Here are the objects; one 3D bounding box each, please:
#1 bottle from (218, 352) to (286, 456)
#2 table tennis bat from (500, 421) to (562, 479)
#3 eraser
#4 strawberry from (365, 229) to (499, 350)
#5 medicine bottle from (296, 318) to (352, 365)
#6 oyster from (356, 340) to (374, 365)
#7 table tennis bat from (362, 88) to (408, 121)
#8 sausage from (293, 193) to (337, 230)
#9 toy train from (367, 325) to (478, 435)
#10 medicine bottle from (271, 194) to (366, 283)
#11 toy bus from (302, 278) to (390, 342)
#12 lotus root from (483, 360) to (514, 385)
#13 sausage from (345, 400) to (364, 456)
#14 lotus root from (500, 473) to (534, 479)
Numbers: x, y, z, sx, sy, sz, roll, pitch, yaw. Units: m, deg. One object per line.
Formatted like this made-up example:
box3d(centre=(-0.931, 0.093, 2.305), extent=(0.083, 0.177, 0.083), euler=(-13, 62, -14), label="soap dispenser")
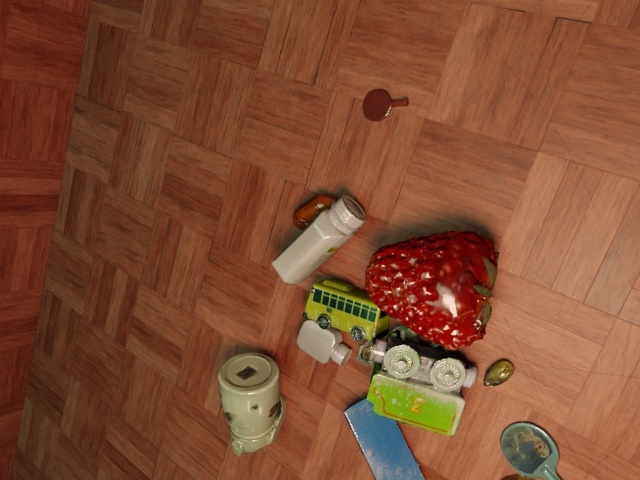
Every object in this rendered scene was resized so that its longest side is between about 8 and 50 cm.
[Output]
box3d(centre=(-0.235, 0.589, 1.736), extent=(0.229, 0.229, 0.352), euler=(15, 121, 29), label="bottle")
box3d(centre=(0.604, 0.613, 1.353), extent=(0.149, 0.038, 0.237), euler=(-48, 68, 24), label="table tennis bat")
box3d(centre=(0.199, 0.646, 1.541), extent=(0.144, 0.043, 0.312), euler=(-26, 81, -10), label="eraser")
box3d(centre=(0.288, 0.113, 1.332), extent=(0.344, 0.295, 0.318), euler=(11, 103, 11), label="strawberry")
box3d(centre=(0.014, 0.347, 1.656), extent=(0.183, 0.069, 0.119), euler=(29, 107, 27), label="medicine bottle")
box3d(centre=(0.156, 0.362, 1.581), extent=(0.098, 0.037, 0.100), euler=(44, 127, -15), label="oyster")
box3d(centre=(0.197, -0.420, 1.514), extent=(0.154, 0.019, 0.098), euler=(4, 95, 33), label="table tennis bat")
box3d(centre=(-0.024, -0.097, 1.632), extent=(0.179, 0.089, 0.089), euler=(-35, 77, 30), label="sausage")
box3d(centre=(0.280, 0.398, 1.415), extent=(0.307, 0.173, 0.249), euler=(16, 104, 4), label="toy train")
box3d(centre=(0.000, 0.000, 1.570), extent=(0.324, 0.179, 0.124), euler=(-42, 74, 27), label="medicine bottle")
box3d(centre=(0.087, 0.217, 1.569), extent=(0.261, 0.128, 0.150), euler=(16, 101, 27), label="toy bus")
box3d(centre=(0.499, 0.377, 1.384), extent=(0.054, 0.049, 0.099), euler=(48, 115, 9), label="lotus root")
box3d(centre=(0.144, 0.622, 1.600), extent=(0.077, 0.077, 0.194), euler=(-30, 79, 29), label="sausage")
box3d(centre=(0.558, 0.727, 1.369), extent=(0.112, 0.081, 0.122), euler=(-6, 91, 23), label="lotus root")
